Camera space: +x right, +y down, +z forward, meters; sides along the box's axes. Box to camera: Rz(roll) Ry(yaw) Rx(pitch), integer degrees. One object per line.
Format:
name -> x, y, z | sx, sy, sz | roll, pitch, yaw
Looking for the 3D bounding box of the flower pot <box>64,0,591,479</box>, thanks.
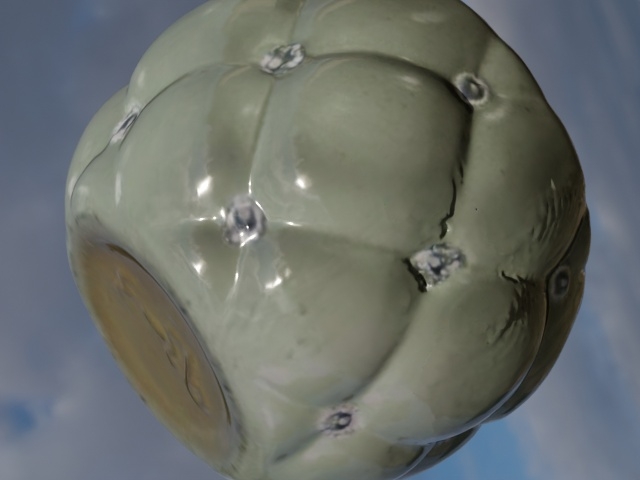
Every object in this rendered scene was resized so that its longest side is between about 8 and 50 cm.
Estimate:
flower pot -> 0.000, 0.000, 0.850 | 0.246, 0.195, 0.246 | 45, 155, 28
